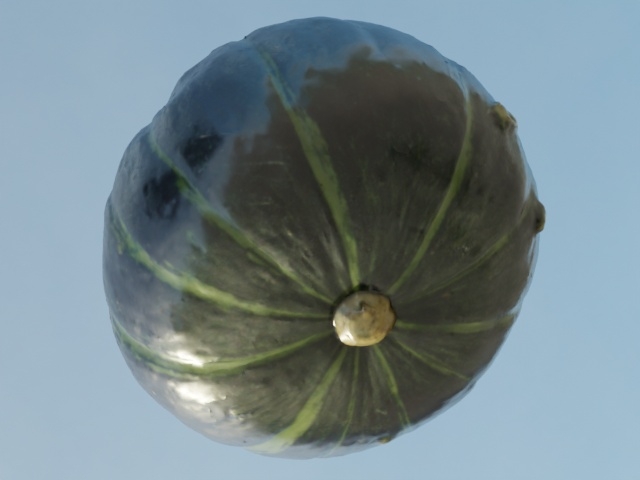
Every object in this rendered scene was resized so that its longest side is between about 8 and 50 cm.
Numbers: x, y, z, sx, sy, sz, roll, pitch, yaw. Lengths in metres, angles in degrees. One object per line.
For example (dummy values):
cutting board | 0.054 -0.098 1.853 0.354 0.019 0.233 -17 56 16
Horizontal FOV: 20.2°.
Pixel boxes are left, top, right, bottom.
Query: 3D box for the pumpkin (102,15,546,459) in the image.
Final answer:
pumpkin | 0.000 0.000 1.272 0.323 0.241 0.323 -12 -51 -15
